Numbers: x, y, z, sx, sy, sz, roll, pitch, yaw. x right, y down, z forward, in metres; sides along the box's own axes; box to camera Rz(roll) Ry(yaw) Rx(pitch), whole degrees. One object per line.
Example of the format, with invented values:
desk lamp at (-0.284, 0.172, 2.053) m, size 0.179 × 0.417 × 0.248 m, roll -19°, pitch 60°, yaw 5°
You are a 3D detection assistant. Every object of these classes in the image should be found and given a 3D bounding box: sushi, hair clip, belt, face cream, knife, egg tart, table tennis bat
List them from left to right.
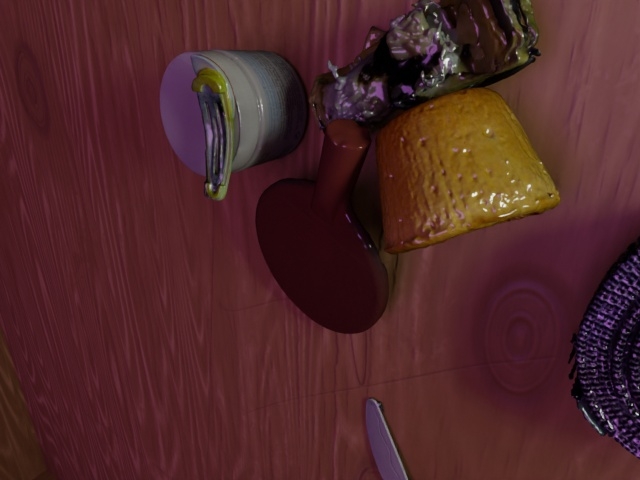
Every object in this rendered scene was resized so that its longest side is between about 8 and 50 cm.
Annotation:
hair clip at (-0.138, -0.144, 0.600) m, size 0.060 × 0.033 × 0.188 m, roll 16°, pitch 116°, yaw 31°
face cream at (-0.130, -0.198, 0.696) m, size 0.177 × 0.153 × 0.177 m, roll 16°, pitch 117°, yaw 34°
table tennis bat at (0.000, 0.000, 0.677) m, size 0.268 × 0.051 × 0.414 m, roll 40°, pitch 146°, yaw 19°
knife at (0.148, 0.447, 0.844) m, size 0.081 × 0.043 × 0.335 m, roll -25°, pitch 86°, yaw 47°
sushi at (0.096, -0.212, 0.537) m, size 0.291 × 0.131 × 0.139 m, roll -13°, pitch 100°, yaw 50°
egg tart at (0.150, -0.075, 0.524) m, size 0.203 × 0.203 × 0.147 m, roll -23°, pitch 82°, yaw 41°
belt at (0.411, 0.099, 0.437) m, size 0.260 × 0.122 × 0.324 m, roll 38°, pitch 125°, yaw 27°
